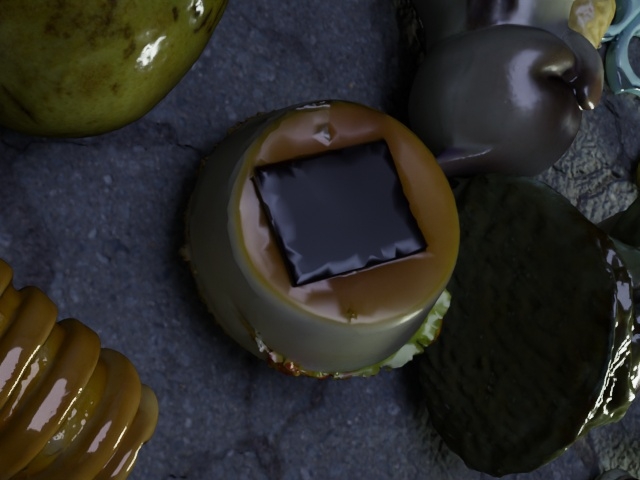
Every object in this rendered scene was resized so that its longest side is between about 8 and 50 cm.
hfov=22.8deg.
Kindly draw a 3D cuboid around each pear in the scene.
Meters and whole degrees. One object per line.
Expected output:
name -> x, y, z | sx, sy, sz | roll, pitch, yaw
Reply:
pear -> -0.223, -0.250, 1.431 | 0.304, 0.304, 0.303 | 8, 76, -34

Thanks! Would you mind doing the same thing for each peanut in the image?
peanut -> 0.300, -0.317, 1.924 | 0.103, 0.098, 0.229 | 5, 78, -32

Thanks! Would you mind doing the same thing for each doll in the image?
doll -> 0.202, -0.237, 1.772 | 0.215, 0.226, 0.370 | 31, 51, -69

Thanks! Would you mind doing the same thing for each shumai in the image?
shumai -> 0.276, 0.092, 1.734 | 0.288, 0.292, 0.329 | -4, 114, -52

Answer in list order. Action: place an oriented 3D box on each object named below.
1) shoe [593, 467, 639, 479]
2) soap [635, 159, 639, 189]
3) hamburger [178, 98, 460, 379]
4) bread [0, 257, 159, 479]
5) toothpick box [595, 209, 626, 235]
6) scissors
shoe -> 0.384, 0.372, 1.833 | 0.099, 0.112, 0.227 | -17, 88, -37
soap -> 0.455, -0.061, 2.013 | 0.140, 0.045, 0.089 | 47, 55, -18
hamburger -> 0.000, 0.000, 1.599 | 0.276, 0.179, 0.294 | -18, 82, -28
bread -> -0.288, 0.116, 1.411 | 0.311, 0.121, 0.172 | 40, 61, -21
toothpick box -> 0.380, 0.066, 1.895 | 0.111, 0.111, 0.180 | -45, 107, -33
scissors -> 0.449, -0.333, 2.071 | 0.360, 0.029, 0.191 | -45, 105, -30
